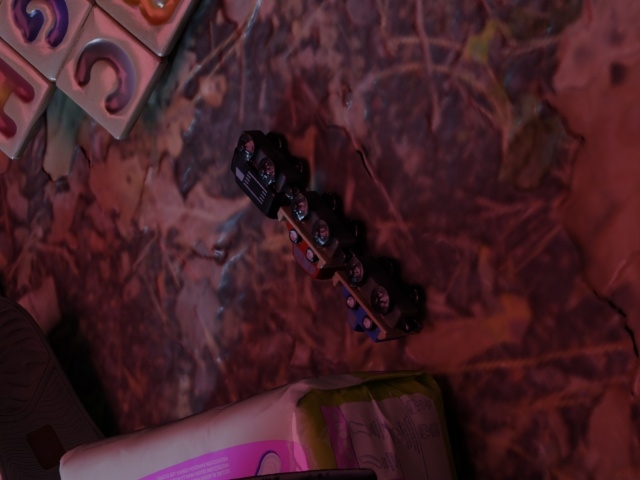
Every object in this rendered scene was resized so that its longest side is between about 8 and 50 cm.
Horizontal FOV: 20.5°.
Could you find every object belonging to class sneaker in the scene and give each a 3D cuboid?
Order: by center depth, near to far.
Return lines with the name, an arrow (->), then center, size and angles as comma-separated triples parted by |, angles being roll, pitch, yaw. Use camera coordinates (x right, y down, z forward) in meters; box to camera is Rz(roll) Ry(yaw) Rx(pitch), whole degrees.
sneaker -> -0.174, 0.149, 1.069 | 0.222, 0.083, 0.118 | 67, 153, 13

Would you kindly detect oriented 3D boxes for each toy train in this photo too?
toy train -> 0.000, 0.000, 0.893 | 0.158, 0.027, 0.036 | 49, 128, 36

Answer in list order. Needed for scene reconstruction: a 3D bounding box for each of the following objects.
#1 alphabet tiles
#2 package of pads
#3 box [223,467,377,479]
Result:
alphabet tiles -> -0.194, -0.228, 1.031 | 0.342, 0.011, 0.285 | 41, 116, 19
package of pads -> -0.013, 0.223, 0.859 | 0.229, 0.101, 0.296 | -22, 75, 48
box -> -0.035, 0.213, 0.719 | 0.153, 0.108, 0.207 | -32, 66, 47
